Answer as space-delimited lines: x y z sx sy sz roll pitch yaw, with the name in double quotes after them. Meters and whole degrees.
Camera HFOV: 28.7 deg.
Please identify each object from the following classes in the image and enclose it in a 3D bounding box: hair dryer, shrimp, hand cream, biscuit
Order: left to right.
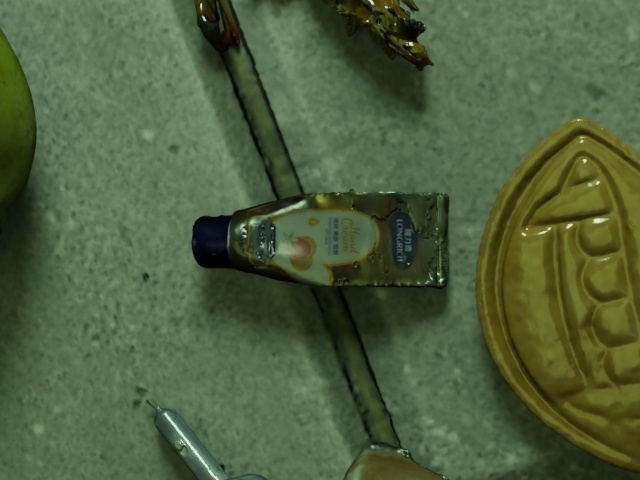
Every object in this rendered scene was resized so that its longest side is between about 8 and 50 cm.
-0.083 0.147 0.828 0.114 0.063 0.037 47 108 21 "hair dryer"
-0.016 -0.150 0.784 0.124 0.034 0.178 -41 84 19 "shrimp"
0.000 0.000 0.796 0.163 0.039 0.062 -1 80 13 "hand cream"
0.166 0.036 0.759 0.142 0.029 0.220 -9 95 16 "biscuit"

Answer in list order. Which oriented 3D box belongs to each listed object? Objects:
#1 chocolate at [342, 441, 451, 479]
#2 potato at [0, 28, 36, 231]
0.042 0.275 0.793 0.161 0.083 0.261 22 102 13 "chocolate"
-0.286 -0.088 0.804 0.228 0.148 0.197 37 91 7 "potato"
